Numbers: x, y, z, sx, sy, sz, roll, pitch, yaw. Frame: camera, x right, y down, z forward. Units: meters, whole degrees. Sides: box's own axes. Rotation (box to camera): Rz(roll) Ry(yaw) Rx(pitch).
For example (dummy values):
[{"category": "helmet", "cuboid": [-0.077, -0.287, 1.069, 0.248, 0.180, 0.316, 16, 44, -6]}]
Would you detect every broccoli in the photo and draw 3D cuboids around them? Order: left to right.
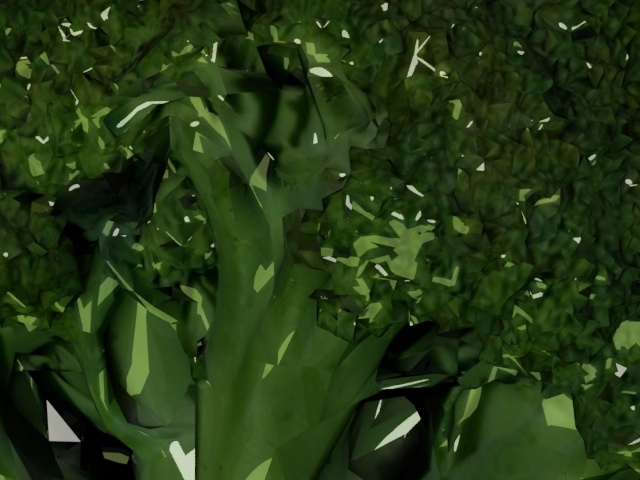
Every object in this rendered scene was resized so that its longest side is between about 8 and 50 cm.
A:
[{"category": "broccoli", "cuboid": [0.005, -0.001, 0.674, 0.413, 0.310, 0.321, 13, 134, -35]}]
